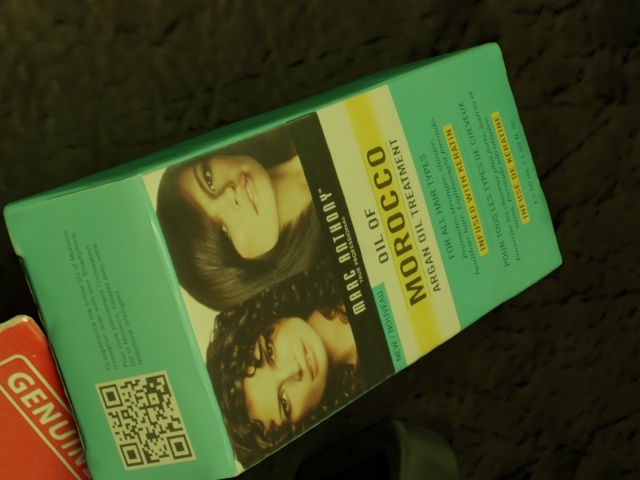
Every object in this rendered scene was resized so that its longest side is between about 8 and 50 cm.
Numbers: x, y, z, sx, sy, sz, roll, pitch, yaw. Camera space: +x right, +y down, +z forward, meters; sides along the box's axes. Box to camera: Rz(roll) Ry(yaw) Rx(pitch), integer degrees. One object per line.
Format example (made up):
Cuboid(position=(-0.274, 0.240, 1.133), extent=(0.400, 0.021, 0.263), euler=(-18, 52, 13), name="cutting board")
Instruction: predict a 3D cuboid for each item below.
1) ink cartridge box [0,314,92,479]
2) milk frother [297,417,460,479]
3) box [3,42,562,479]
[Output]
Cuboid(position=(-0.134, 0.194, 0.645), extent=(0.261, 0.066, 0.296), euler=(-25, 120, 19), name="ink cartridge box")
Cuboid(position=(-0.017, 0.137, 0.713), extent=(0.143, 0.135, 0.129), euler=(2, 71, -32), name="milk frother")
Cuboid(position=(0.000, 0.000, 0.641), extent=(0.244, 0.060, 0.100), euler=(-27, 102, -54), name="box")
